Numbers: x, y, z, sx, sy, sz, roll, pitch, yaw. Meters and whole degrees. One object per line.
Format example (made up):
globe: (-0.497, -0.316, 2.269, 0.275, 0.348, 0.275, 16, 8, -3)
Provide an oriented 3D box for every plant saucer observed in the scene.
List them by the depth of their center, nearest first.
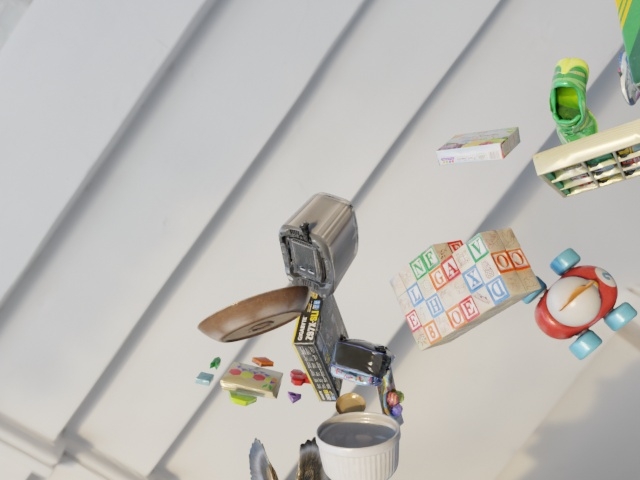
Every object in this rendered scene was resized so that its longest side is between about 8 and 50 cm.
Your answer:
plant saucer: (-0.102, 0.128, 0.957, 0.036, 0.199, 0.198, 68, -165, 15)
plant saucer: (0.082, 0.450, 1.567, 0.083, 0.083, 0.015, 43, 149, 46)

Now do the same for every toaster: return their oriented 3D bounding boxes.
toaster: (0.000, 0.000, 1.232, 0.129, 0.146, 0.227, 18, 141, 26)

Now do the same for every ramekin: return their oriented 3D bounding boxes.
ramekin: (0.095, 0.509, 1.410, 0.207, 0.109, 0.207, -5, -173, 1)

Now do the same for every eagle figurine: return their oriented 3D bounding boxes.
eagle figurine: (-0.088, 0.687, 1.528, 0.226, 0.225, 0.298, 25, -140, -17)

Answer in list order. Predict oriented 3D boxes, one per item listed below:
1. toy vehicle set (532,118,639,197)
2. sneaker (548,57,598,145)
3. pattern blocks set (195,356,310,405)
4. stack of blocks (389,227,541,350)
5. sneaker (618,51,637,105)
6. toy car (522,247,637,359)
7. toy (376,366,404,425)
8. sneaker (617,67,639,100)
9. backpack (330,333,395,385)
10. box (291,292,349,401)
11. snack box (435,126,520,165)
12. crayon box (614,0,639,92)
toy vehicle set: (0.474, -0.131, 0.988, 0.267, 0.166, 0.035, 8, -113, -58)
sneaker: (0.638, -0.323, 1.495, 0.109, 0.123, 0.295, 11, 145, 40)
pattern blocks set: (-0.207, 0.436, 1.803, 0.325, 0.026, 0.285, 14, -164, 16)
stack of blocks: (0.275, 0.087, 1.162, 0.087, 0.297, 0.171, -9, -114, -31)
sneaker: (0.766, -0.399, 1.415, 0.058, 0.135, 0.052, -5, -177, 37)
toy car: (0.599, 0.131, 1.339, 0.219, 0.210, 0.238, 51, -177, 22)
toy: (0.257, 0.549, 2.047, 0.137, 0.056, 0.237, -9, -97, -56)
sneaker: (0.819, -0.432, 1.517, 0.077, 0.072, 0.178, 41, 176, 30)
backpack: (0.124, 0.336, 1.613, 0.158, 0.117, 0.173, 11, 173, 24)
box: (0.008, 0.319, 1.850, 0.257, 0.079, 0.322, -75, -25, -43)
snack box: (0.323, -0.193, 1.187, 0.141, 0.100, 0.037, 0, 116, 40)
crayon box: (0.601, -0.410, 1.052, 0.081, 0.318, 0.202, -14, 166, 39)
